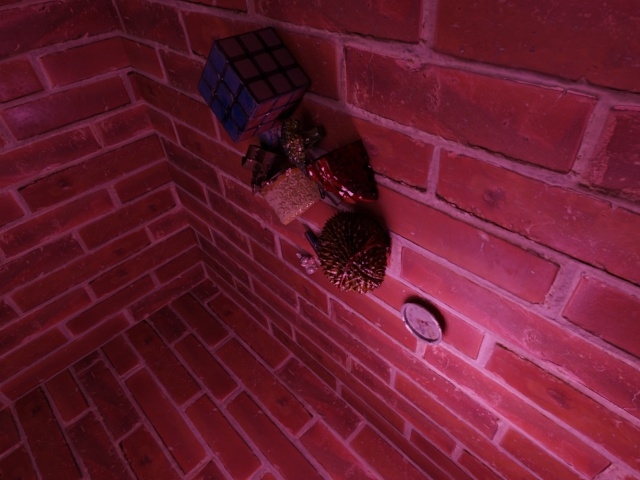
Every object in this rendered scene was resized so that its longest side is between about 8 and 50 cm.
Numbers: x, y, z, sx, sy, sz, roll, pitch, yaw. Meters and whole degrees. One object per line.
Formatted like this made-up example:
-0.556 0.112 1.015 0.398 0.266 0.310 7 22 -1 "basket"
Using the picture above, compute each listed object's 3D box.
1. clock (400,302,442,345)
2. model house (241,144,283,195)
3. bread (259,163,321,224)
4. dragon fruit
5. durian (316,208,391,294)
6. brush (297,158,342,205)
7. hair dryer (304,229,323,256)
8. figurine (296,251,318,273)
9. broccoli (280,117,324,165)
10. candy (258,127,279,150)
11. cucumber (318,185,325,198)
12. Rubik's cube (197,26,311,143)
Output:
0.479 0.380 1.873 0.236 0.053 0.236 36 144 32 "clock"
-0.324 -0.349 2.042 0.181 0.176 0.247 34 110 49 "model house"
-0.118 -0.265 2.069 0.316 0.279 0.248 -31 96 18 "bread"
0.042 -0.244 1.694 0.329 0.228 0.285 5 126 51 "dragon fruit"
0.150 0.059 1.780 0.347 0.348 0.384 106 155 -54 "durian"
-0.007 -0.273 1.850 0.282 0.048 0.054 48 128 5 "brush"
0.010 0.011 2.188 0.195 0.050 0.173 -13 112 55 "hair dryer"
-0.070 0.121 2.402 0.098 0.081 0.146 -25 96 16 "figurine"
-0.076 -0.446 1.747 0.194 0.194 0.219 15 151 48 "broccoli"
-0.267 -0.552 1.990 0.097 0.062 0.194 30 142 35 "candy"
0.004 -0.259 1.895 0.033 0.034 0.134 -113 21 -69 "cucumber"
-0.280 -0.640 1.661 0.300 0.304 0.305 56 144 -1 "Rubik's cube"
